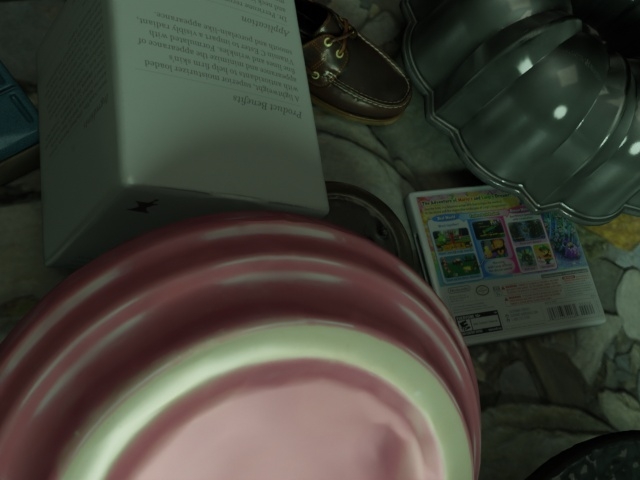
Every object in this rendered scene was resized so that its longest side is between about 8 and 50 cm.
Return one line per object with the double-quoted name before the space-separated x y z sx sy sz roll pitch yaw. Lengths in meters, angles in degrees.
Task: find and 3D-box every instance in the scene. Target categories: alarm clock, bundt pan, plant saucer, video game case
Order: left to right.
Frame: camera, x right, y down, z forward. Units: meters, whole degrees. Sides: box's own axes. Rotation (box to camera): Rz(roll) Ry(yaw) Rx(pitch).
"plant saucer" -0.039 0.151 0.463 0.332 0.084 0.332 -6 106 -21
"alarm clock" 0.000 0.000 0.646 0.129 0.064 0.192 -24 74 -23
"video game case" 0.164 0.017 0.708 0.157 0.019 0.143 -7 70 -17
"bundt pan" 0.245 -0.186 0.734 0.331 0.124 0.330 9 64 -19

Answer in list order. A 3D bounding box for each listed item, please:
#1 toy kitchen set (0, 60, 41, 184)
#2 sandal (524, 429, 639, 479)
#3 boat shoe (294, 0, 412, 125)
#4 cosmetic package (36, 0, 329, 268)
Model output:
"toy kitchen set" -0.306 -0.091 0.534 0.207 0.166 0.122 -35 81 -25
"sandal" 0.103 0.297 0.528 0.167 0.107 0.446 47 76 -14
"boat shoe" -0.007 -0.174 0.707 0.207 0.073 0.073 26 60 -6
"cosmetic package" -0.106 -0.083 0.575 0.151 0.151 0.183 7 66 -36
